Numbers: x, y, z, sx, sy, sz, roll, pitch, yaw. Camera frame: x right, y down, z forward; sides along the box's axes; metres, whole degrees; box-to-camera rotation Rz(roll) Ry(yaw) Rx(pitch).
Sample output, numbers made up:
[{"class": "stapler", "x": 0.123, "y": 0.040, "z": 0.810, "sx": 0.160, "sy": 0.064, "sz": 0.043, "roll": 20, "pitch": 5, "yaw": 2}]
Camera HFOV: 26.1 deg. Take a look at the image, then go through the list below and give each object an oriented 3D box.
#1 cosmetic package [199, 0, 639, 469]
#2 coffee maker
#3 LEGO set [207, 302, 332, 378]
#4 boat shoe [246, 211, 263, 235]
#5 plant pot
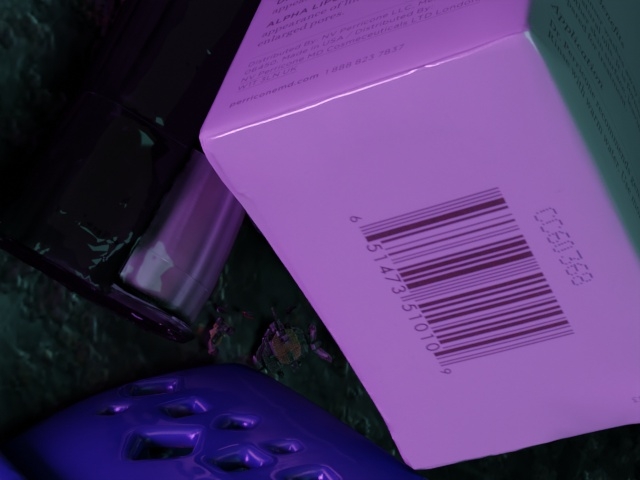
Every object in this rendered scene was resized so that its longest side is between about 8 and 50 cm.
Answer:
[{"class": "cosmetic package", "x": 0.098, "y": -0.104, "z": 0.714, "sx": 0.217, "sy": 0.156, "sz": 0.385, "roll": 59, "pitch": 29, "yaw": -29}, {"class": "coffee maker", "x": -0.095, "y": -0.061, "z": 0.705, "sx": 0.171, "sy": 0.120, "sz": 0.178, "roll": 36, "pitch": 76, "yaw": -36}, {"class": "LEGO set", "x": -0.033, "y": 0.062, "z": 0.845, "sx": 0.083, "sy": 0.023, "sz": 0.054, "roll": 36, "pitch": 74, "yaw": -23}, {"class": "boat shoe", "x": 0.000, "y": 0.000, "z": 0.832, "sx": 0.083, "sy": 0.065, "sz": 0.183, "roll": -18, "pitch": 103, "yaw": -33}, {"class": "plant pot", "x": -0.090, "y": 0.208, "z": 0.698, "sx": 0.212, "sy": 0.236, "sz": 0.236, "roll": -2, "pitch": 102, "yaw": -29}]
